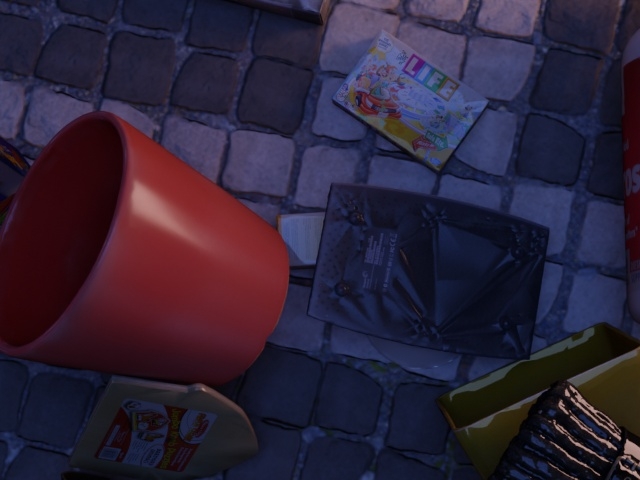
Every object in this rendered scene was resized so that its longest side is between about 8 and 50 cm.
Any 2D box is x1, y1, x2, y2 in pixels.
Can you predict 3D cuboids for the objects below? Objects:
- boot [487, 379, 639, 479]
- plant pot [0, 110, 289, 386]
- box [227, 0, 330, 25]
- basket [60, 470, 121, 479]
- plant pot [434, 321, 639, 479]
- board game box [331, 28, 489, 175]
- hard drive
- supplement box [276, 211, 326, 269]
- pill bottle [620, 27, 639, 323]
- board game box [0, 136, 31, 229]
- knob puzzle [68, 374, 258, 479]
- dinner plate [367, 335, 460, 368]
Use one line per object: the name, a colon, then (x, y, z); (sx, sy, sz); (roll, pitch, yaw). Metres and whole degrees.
boot: (0.329, 0.207, 1.401); (0.260, 0.131, 0.348); (36, 67, 17)
plant pot: (-0.185, 0.031, 1.564); (0.243, 0.275, 0.275); (25, 82, -32)
box: (-0.053, -0.389, 1.741); (0.183, 0.056, 0.231); (16, 83, 7)
basket: (-0.226, 0.390, 1.591); (0.204, 0.154, 0.227); (22, 88, -20)
plant pot: (0.266, 0.224, 1.560); (0.212, 0.212, 0.187); (-25, 93, 0)
board game box: (0.105, -0.162, 1.710); (0.154, 0.026, 0.103); (35, 85, 9)
hard drive: (0.119, 0.037, 1.641); (0.255, 0.054, 0.172); (11, 79, -5)
supplement box: (0.000, 0.000, 1.688); (0.098, 0.036, 0.062); (-3, 81, 4)
pill bottle: (0.440, -0.112, 1.575); (0.229, 0.229, 0.407); (-1, 81, 4)
board game box: (-0.444, -0.035, 1.571); (0.233, 0.347, 0.078); (-38, 80, -1)
knob puzzle: (-0.161, 0.209, 1.617); (0.213, 0.213, 0.030); (-8, 48, 3)
dinner plate: (0.116, 0.077, 1.679); (0.141, 0.017, 0.141); (0, 82, 3)
